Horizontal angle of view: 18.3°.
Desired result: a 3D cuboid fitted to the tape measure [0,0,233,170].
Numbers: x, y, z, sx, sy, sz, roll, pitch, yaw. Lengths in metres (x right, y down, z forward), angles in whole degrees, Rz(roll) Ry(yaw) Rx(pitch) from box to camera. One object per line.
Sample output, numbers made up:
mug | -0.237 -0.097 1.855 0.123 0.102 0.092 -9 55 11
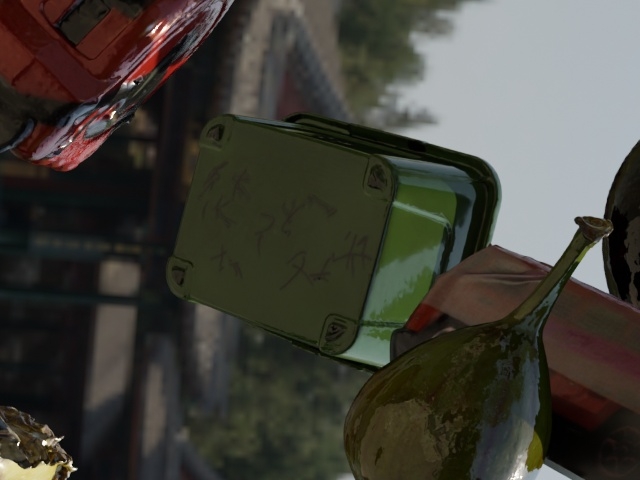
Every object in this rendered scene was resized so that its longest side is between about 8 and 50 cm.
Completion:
tape measure | -0.174 -0.164 1.587 0.260 0.114 0.253 -44 179 -1

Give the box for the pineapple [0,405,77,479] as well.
pineapple | -0.351 0.204 1.991 0.161 0.158 0.334 58 4 27

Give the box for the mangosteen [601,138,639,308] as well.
mangosteen | 0.433 -0.001 1.855 0.359 0.306 0.306 -32 -130 51

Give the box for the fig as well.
fig | 0.117 0.087 1.457 0.151 0.151 0.259 -152 -94 -81

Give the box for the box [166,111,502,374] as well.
box | 0.000 0.000 2.081 0.328 0.178 0.253 17 -84 43

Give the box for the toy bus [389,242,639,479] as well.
toy bus | 0.206 0.115 1.588 0.147 0.302 0.127 -55 146 -9
